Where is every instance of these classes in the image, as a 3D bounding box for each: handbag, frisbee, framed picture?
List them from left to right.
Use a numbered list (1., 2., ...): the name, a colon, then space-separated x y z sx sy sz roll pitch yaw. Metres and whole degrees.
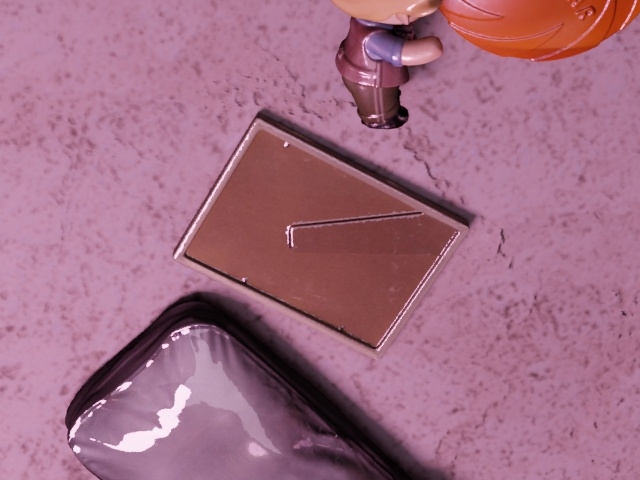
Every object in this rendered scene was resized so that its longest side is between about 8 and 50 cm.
1. handbag: -0.054 0.208 1.531 0.191 0.075 0.332 -42 108 15
2. framed picture: 0.000 0.000 1.449 0.203 0.015 0.150 26 114 -14
3. frisbee: 0.170 -0.221 1.323 0.192 0.035 0.192 -1 119 -1

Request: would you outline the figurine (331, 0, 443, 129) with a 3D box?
1. figurine: 0.049 -0.176 1.307 0.108 0.114 0.196 -6 126 3
